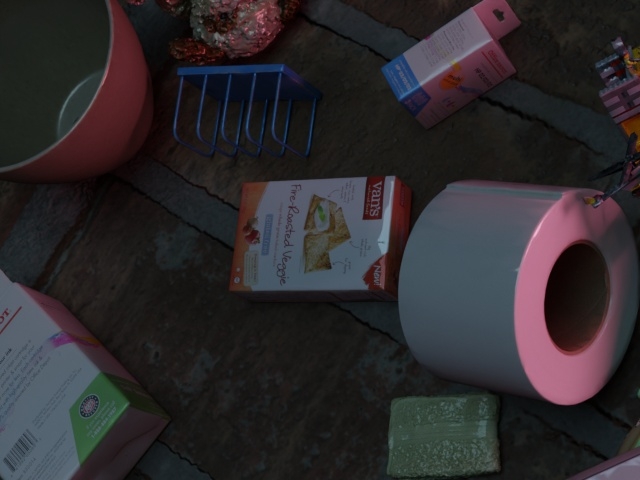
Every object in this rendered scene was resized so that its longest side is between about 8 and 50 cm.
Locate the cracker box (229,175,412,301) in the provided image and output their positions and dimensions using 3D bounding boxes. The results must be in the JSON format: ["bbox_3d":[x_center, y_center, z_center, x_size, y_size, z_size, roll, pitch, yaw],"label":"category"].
[{"bbox_3d":[0.000,0.000,1.835,0.232,0.067,0.156,-2,73,26],"label":"cracker box"}]

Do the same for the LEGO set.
[{"bbox_3d":[0.427,-0.144,1.525,0.255,0.192,0.331,-24,24,29],"label":"LEGO set"}]

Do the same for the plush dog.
[{"bbox_3d":[-0.151,-0.362,1.989,0.262,0.210,0.225,-33,79,-3],"label":"plush dog"}]

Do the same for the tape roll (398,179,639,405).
[{"bbox_3d":[0.229,0.056,1.578,0.169,0.246,0.246,7,75,45],"label":"tape roll"}]

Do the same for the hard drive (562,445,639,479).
[{"bbox_3d":[0.381,0.392,1.439,0.233,0.047,0.353,-28,87,16],"label":"hard drive"}]

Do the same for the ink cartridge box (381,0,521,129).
[{"bbox_3d":[0.184,-0.233,1.800,0.181,0.104,0.062,-33,62,13],"label":"ink cartridge box"}]

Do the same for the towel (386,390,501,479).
[{"bbox_3d":[0.151,0.242,1.699,0.148,0.027,0.110,-7,71,25],"label":"towel"}]

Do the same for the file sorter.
[{"bbox_3d":[-0.105,-0.176,1.921,0.170,0.118,0.105,2,77,27],"label":"file sorter"}]

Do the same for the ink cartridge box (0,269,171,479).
[{"bbox_3d":[-0.401,0.207,1.936,0.353,0.119,0.207,41,94,30],"label":"ink cartridge box"}]

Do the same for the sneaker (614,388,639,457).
[{"bbox_3d":[0.425,0.131,1.565,0.410,0.158,0.182,-60,28,0],"label":"sneaker"}]

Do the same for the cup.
[{"bbox_3d":[-0.373,-0.214,1.998,0.331,0.237,0.331,-9,69,25],"label":"cup"}]
